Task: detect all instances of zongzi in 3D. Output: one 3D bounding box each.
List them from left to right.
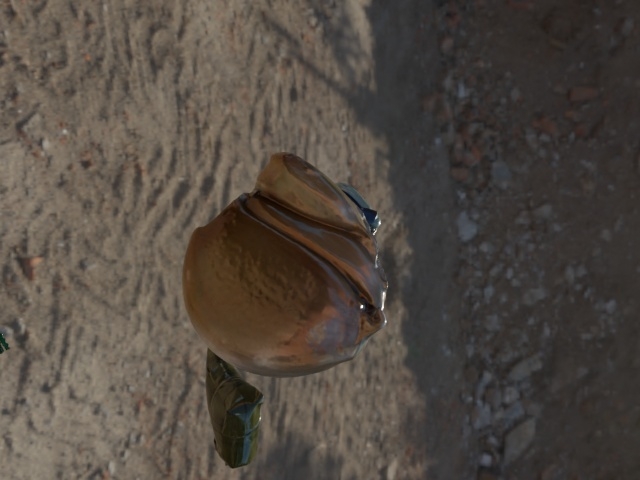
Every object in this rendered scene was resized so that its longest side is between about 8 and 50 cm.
[{"bbox_3d":[-0.194,0.340,1.627,0.094,0.204,0.205,-15,129,-27],"label":"zongzi"}]

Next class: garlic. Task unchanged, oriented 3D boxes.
[{"bbox_3d":[-0.032,0.046,0.853,0.217,0.228,0.110,-41,157,-8],"label":"garlic"}]

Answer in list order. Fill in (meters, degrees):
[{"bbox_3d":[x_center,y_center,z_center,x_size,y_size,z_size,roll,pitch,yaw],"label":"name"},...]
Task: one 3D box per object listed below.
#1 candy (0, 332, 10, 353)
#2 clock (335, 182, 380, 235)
[{"bbox_3d":[-0.615,0.151,1.310,0.141,0.203,0.078,54,22,-25],"label":"candy"},{"bbox_3d":[0.000,0.000,1.471,0.147,0.199,0.243,57,28,-15],"label":"clock"}]
